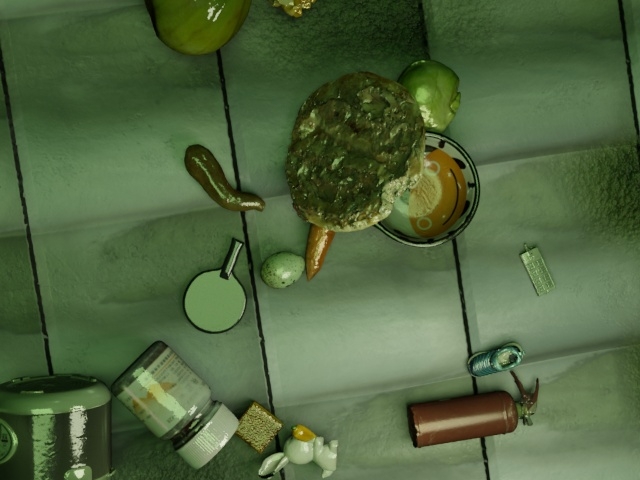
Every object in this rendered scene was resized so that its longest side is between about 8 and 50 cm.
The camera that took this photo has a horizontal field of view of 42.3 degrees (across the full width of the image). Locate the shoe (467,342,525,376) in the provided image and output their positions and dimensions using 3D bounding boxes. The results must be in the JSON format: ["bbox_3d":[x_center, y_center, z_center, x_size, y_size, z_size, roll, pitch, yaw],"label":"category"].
[{"bbox_3d":[0.427,0.294,2.009,0.143,0.071,0.064,-18,92,0],"label":"shoe"}]

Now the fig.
[{"bbox_3d":[-0.256,-0.542,1.837,0.271,0.239,0.239,-14,93,36],"label":"fig"}]

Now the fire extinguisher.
[{"bbox_3d":[0.377,0.402,1.999,0.337,0.106,0.147,-8,67,-6],"label":"fire extinguisher"}]

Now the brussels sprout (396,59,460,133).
[{"bbox_3d":[0.243,-0.337,1.954,0.145,0.131,0.183,15,89,-27],"label":"brussels sprout"}]

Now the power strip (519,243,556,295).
[{"bbox_3d":[0.531,0.071,2.039,0.051,0.019,0.136,-24,93,-2],"label":"power strip"}]

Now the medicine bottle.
[{"bbox_3d":[-0.331,0.374,1.894,0.273,0.165,0.165,45,87,-4],"label":"medicine bottle"}]

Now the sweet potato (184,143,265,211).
[{"bbox_3d":[-0.234,-0.133,1.947,0.233,0.062,0.081,43,86,-8],"label":"sweet potato"}]

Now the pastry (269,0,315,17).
[{"bbox_3d":[-0.048,-0.640,1.929,0.154,0.102,0.250,36,88,-4],"label":"pastry"}]

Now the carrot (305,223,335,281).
[{"bbox_3d":[0.000,0.000,1.965,0.072,0.072,0.205,14,90,-5],"label":"carrot"}]

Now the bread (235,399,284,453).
[{"bbox_3d":[-0.150,0.444,1.977,0.094,0.035,0.090,39,87,-4],"label":"bread"}]

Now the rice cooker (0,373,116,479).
[{"bbox_3d":[-0.600,0.445,1.822,0.288,0.288,0.277,1,92,-5],"label":"rice cooker"}]

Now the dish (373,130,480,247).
[{"bbox_3d":[0.224,-0.116,1.952,0.303,0.120,0.303,0,85,-4],"label":"dish"}]

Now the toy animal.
[{"bbox_3d":[-0.050,0.504,1.949,0.182,0.131,0.127,5,69,4],"label":"toy animal"}]

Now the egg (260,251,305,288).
[{"bbox_3d":[-0.089,0.068,1.950,0.110,0.085,0.085,-30,94,-9],"label":"egg"}]

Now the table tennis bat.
[{"bbox_3d":[-0.237,0.108,1.967,0.150,0.027,0.236,21,91,-5],"label":"table tennis bat"}]

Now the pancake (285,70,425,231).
[{"bbox_3d":[0.075,-0.195,1.874,0.382,0.071,0.382,-10,72,31],"label":"pancake"}]
